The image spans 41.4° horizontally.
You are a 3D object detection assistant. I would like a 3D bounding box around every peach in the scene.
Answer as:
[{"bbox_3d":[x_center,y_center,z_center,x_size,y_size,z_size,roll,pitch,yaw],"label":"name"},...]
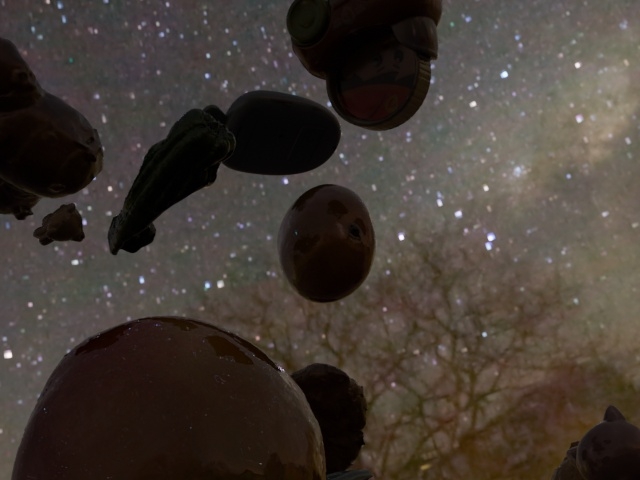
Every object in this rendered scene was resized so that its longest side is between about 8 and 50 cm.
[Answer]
[{"bbox_3d":[-0.147,0.226,0.815,0.308,0.332,0.308,-28,-30,-18],"label":"peach"}]

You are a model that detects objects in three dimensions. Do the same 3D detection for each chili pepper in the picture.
[{"bbox_3d":[-0.210,-0.070,1.136,0.253,0.083,0.099,-44,-8,32],"label":"chili pepper"}]

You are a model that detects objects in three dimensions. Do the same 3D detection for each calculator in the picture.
[{"bbox_3d":[-0.096,-0.201,1.626,0.299,0.041,0.185,5,-49,-31],"label":"calculator"}]

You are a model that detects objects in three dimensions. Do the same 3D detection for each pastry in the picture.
[{"bbox_3d":[-0.009,0.341,1.568,0.218,0.229,0.100,-28,11,-16],"label":"pastry"}]

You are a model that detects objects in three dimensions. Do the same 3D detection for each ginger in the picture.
[{"bbox_3d":[-0.495,-0.159,1.248,0.357,0.152,0.274,-11,-54,40],"label":"ginger"}]

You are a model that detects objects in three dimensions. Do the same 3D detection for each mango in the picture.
[{"bbox_3d":[0.004,-0.005,1.327,0.139,0.254,0.175,29,-79,-22],"label":"mango"}]

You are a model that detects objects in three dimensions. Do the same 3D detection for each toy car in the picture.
[{"bbox_3d":[0.082,-0.268,1.211,0.235,0.235,0.145,-32,-18,28],"label":"toy car"}]

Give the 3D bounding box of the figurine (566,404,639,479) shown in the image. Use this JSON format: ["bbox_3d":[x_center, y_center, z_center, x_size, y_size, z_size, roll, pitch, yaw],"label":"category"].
[{"bbox_3d":[0.470,0.346,1.349,0.125,0.138,0.125,-13,-56,-20],"label":"figurine"}]

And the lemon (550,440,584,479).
[{"bbox_3d":[0.525,0.500,1.582,0.188,0.257,0.188,-12,-20,-4],"label":"lemon"}]

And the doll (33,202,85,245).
[{"bbox_3d":[-0.335,-0.023,1.070,0.093,0.061,0.051,11,-28,36],"label":"doll"}]

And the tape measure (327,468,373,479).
[{"bbox_3d":[-0.059,0.432,1.269,0.243,0.125,0.246,-4,-14,-40],"label":"tape measure"}]
